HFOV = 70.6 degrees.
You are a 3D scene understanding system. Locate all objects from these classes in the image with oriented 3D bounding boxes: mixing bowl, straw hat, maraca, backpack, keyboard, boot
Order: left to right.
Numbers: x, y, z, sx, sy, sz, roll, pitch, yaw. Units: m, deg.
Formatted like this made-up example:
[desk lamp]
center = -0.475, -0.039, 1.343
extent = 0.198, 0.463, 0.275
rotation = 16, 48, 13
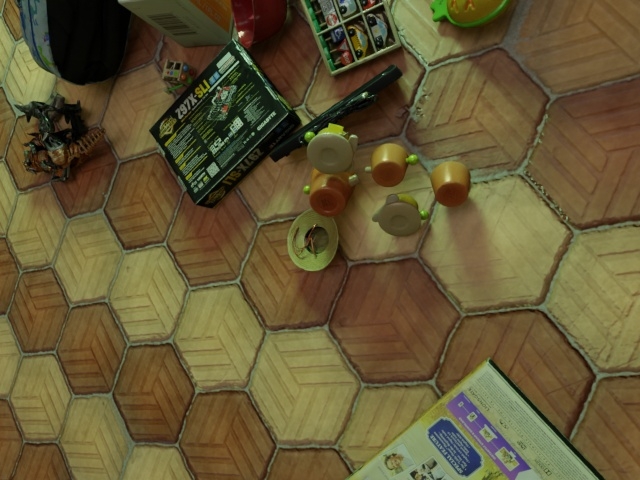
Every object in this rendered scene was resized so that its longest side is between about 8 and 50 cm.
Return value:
[boot]
center = -0.831, -0.417, 1.388
extent = 0.118, 0.042, 0.087
rotation = 26, 90, 22
[backpack]
center = -0.643, -0.597, 1.193
extent = 0.273, 0.290, 0.356
rotation = 17, 118, 24
[mixing bowl]
center = -0.137, -0.545, 1.040
extent = 0.098, 0.181, 0.181
rotation = -16, 77, -19
[straw hat]
center = 0.000, 0.000, 0.982
extent = 0.144, 0.061, 0.144
rotation = -5, 82, 40
[keyboard]
center = 0.028, -0.255, 0.932
extent = 0.317, 0.201, 0.033
rotation = -31, 107, 19
[maraca]
center = 0.292, -0.474, 0.874
extent = 0.185, 0.099, 0.127
rotation = 34, 98, 48

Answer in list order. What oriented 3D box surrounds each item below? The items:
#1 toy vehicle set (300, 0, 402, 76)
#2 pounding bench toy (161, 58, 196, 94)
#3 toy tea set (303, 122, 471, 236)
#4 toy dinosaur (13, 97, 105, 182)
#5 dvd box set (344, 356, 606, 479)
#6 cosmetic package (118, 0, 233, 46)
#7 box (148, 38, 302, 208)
[toy vehicle set]
center = 0.048, -0.505, 0.948
extent = 0.166, 0.035, 0.267
rotation = -18, 106, 21
[pounding bench toy]
center = -0.369, -0.419, 1.177
extent = 0.065, 0.052, 0.083
rotation = 16, 93, 23
[toy tea set]
center = 0.124, -0.124, 0.899
extent = 0.336, 0.124, 0.200
rotation = 16, 133, -1
[toy dinosaur]
center = -0.738, -0.284, 1.303
extent = 0.322, 0.164, 0.218
rotation = -9, 97, 4
[dvd box set]
center = 0.265, 0.471, 0.833
extent = 0.420, 0.062, 0.307
rotation = -47, 71, 13
[cosmetic package]
center = -0.312, -0.736, 1.081
extent = 0.161, 0.230, 0.453
rotation = 7, 90, 23
[box]
center = -0.239, -0.276, 1.098
extent = 0.322, 0.079, 0.257
rotation = -41, 70, 16
